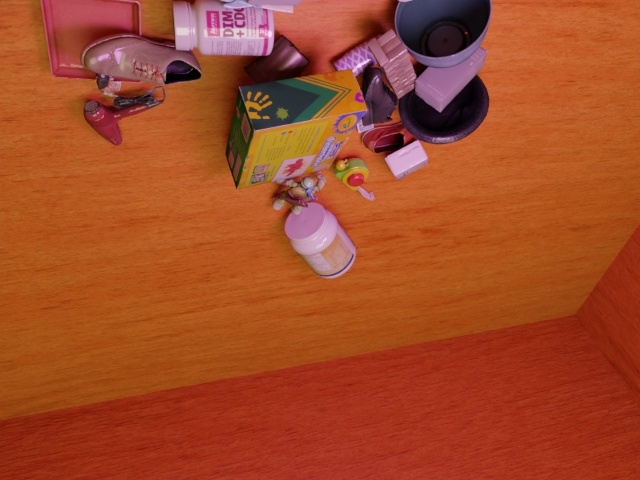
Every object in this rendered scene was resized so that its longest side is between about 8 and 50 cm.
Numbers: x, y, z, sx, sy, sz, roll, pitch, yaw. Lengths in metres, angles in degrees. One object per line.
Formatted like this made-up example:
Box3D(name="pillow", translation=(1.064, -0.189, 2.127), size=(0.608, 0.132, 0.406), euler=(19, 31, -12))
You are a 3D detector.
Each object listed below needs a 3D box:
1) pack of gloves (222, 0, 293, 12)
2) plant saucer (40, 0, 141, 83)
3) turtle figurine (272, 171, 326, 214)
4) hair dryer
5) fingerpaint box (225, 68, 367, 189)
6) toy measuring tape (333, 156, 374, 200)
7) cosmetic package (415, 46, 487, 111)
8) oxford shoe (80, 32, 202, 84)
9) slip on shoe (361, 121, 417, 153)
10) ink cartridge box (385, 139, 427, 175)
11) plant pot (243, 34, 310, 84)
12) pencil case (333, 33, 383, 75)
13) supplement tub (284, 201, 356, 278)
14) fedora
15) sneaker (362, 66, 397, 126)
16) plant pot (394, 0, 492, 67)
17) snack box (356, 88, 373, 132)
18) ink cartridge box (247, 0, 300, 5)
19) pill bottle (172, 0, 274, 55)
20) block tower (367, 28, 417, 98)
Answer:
Box3D(name="pack of gloves", translation=(-0.197, -0.756, 1.506), size=(0.232, 0.046, 0.195), euler=(-3, 97, -16))
Box3D(name="plant saucer", translation=(-0.663, -0.597, 1.546), size=(0.258, 0.047, 0.259), euler=(-2, 137, -19))
Box3D(name="turtle figurine", translation=(-0.091, -0.236, 2.107), size=(0.198, 0.274, 0.266), euler=(-21, 165, -32))
Box3D(name="hair dryer", translation=(-0.646, -0.405, 1.706), size=(0.224, 0.080, 0.293), euler=(10, 146, -34))
Box3D(name="fingerpaint box", translation=(-0.102, -0.360, 1.750), size=(0.371, 0.163, 0.445), euler=(-15, 168, -19))
Box3D(name="toy measuring tape", translation=(0.172, -0.259, 2.178), size=(0.121, 0.121, 0.330), euler=(-37, 144, 19))
Box3D(name="cosmetic package", translation=(0.453, -0.584, 1.839), size=(0.238, 0.127, 0.107), euler=(-48, 164, -7))
Box3D(name="oxford shoe", translation=(-0.514, -0.524, 1.545), size=(0.348, 0.130, 0.123), euler=(-15, 141, -35))
Box3D(name="slip on shoe", translation=(0.330, -0.411, 2.074), size=(0.331, 0.101, 0.123), euler=(-13, 137, -9))
Box3D(name="ink cartridge box", translation=(0.349, -0.320, 2.113), size=(0.148, 0.086, 0.203), euler=(-28, 177, 12))
Box3D(name="plant pot", translation=(-0.133, -0.561, 1.705), size=(0.165, 0.167, 0.167), euler=(-44, 133, 16))
Box3D(name="pencil case", translation=(0.143, -0.623, 1.796), size=(0.206, 0.088, 0.086), euler=(-26, 101, 9))
Box3D(name="supplement tub", translation=(0.000, 0.000, 2.296), size=(0.228, 0.228, 0.316), euler=(-28, 138, 10))
Box3D(name="fedora", translation=(0.450, -0.486, 1.956), size=(0.334, 0.334, 0.152), euler=(-19, 168, 0))
Box3D(name="sneaker", translation=(0.208, -0.506, 1.838), size=(0.130, 0.109, 0.286), euler=(-1, 162, 3))
Box3D(name="plant pot", translation=(0.401, -0.684, 1.705), size=(0.293, 0.293, 0.196), euler=(-29, 165, 11))
Box3D(name="snack box", translation=(0.155, -0.489, 1.984), size=(0.064, 0.022, 0.178), euler=(-21, 139, 0))
Box3D(name="ink cartridge box", translation=(-0.131, -0.770, 1.451), size=(0.153, 0.087, 0.208), euler=(-5, 99, -15))
Box3D(name="pill bottle", translation=(-0.290, -0.633, 1.559), size=(0.283, 0.160, 0.160), euler=(-5, 137, -15))
Box3D(name="block tower", translation=(0.251, -0.581, 1.754), size=(0.097, 0.091, 0.335), euler=(-33, 167, 14))
